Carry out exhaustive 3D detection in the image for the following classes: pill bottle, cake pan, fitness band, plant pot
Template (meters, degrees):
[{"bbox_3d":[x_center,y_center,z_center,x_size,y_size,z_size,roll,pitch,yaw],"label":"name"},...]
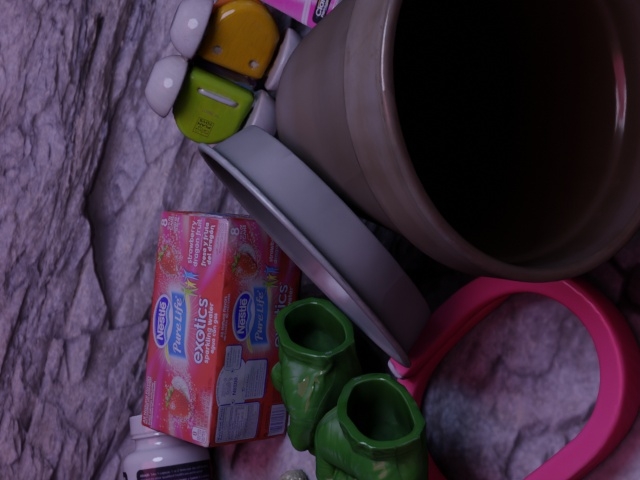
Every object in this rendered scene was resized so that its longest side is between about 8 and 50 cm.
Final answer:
[{"bbox_3d":[-0.183,0.307,1.287,0.108,0.108,0.193,-16,78,40],"label":"pill bottle"},{"bbox_3d":[0.000,0.000,1.015,0.054,0.293,0.293,-43,56,-5],"label":"cake pan"},{"bbox_3d":[0.175,0.151,1.016,0.291,0.054,0.209,-49,59,30],"label":"fitness band"},{"bbox_3d":[0.108,-0.129,0.952,0.280,0.323,0.323,2,89,58],"label":"plant pot"}]

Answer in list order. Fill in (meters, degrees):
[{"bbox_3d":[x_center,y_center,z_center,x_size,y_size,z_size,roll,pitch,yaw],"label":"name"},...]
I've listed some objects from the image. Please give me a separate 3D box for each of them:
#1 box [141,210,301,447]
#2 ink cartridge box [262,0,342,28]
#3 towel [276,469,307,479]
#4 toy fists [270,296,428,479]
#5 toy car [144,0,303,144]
[{"bbox_3d":[-0.113,0.097,1.222,0.122,0.128,0.257,8,94,41],"label":"box"},{"bbox_3d":[-0.056,-0.375,1.219,0.371,0.069,0.176,38,117,42],"label":"ink cartridge box"},{"bbox_3d":[-0.063,0.337,1.196,0.148,0.027,0.110,-37,49,13],"label":"towel"},{"bbox_3d":[0.023,0.184,1.070,0.279,0.096,0.142,46,151,52],"label":"toy fists"},{"bbox_3d":[-0.113,-0.205,1.244,0.182,0.159,0.136,-63,18,20],"label":"toy car"}]
